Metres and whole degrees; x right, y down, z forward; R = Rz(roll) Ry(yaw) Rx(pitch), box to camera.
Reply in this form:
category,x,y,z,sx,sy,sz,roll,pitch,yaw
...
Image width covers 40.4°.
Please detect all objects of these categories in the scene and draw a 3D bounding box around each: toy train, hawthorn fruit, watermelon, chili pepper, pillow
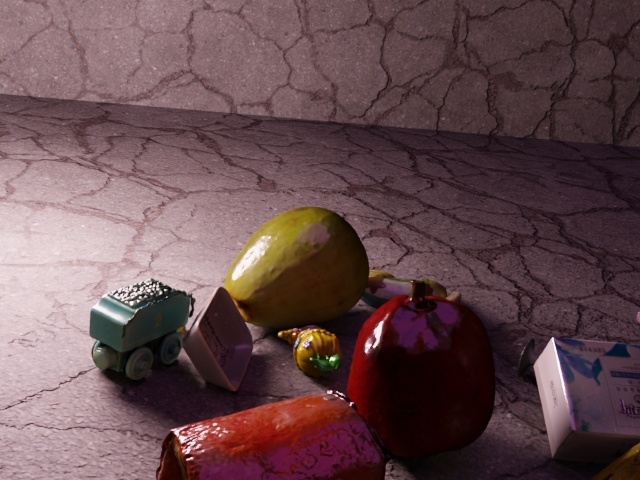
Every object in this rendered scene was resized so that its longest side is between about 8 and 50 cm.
category,x,y,z,sx,sy,sz,roll,pitch,yaw
toy train,-0.337,0.163,1.630,0.112,0.162,0.203,19,23,27
hawthorn fruit,0.176,0.217,1.508,0.265,0.307,0.265,3,16,-1
watermelon,0.468,0.408,1.373,0.123,0.129,0.301,23,20,27
chili pepper,-0.087,0.333,1.219,0.306,0.229,0.251,-1,40,-26
pillow,0.189,0.121,2.079,0.234,0.086,0.214,9,10,6

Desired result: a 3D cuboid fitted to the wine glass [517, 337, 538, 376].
category,x,y,z,sx,sy,sz,roll,pitch,yaw
wine glass,0.515,0.275,1.783,0.202,0.092,0.093,19,23,26

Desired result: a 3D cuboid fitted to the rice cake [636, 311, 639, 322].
category,x,y,z,sx,sy,sz,roll,pitch,yaw
rice cake,0.903,0.223,2.092,0.051,0.081,0.290,7,17,-44

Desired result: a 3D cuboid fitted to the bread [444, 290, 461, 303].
category,x,y,z,sx,sy,sz,roll,pitch,yaw
bread,0.285,0.170,1.991,0.028,0.068,0.154,17,22,23

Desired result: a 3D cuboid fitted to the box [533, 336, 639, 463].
category,x,y,z,sx,sy,sz,roll,pitch,yaw
box,0.555,0.300,1.608,0.274,0.116,0.203,6,49,-7

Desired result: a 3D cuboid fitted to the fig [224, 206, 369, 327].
category,x,y,z,sx,sy,sz,roll,pitch,yaw
fig,-0.058,0.068,1.877,0.326,0.258,0.258,-23,36,-32

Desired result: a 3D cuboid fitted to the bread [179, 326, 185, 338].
category,x,y,z,sx,sy,sz,roll,pitch,yaw
bread,-0.302,0.180,1.780,0.049,0.033,0.088,2,22,-1

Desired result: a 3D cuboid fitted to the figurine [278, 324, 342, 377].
category,x,y,z,sx,sy,sz,roll,pitch,yaw
figurine,-0.022,0.216,1.711,0.115,0.094,0.156,15,15,-17

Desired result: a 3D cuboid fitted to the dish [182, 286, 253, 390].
category,x,y,z,sx,sy,sz,roll,pitch,yaw
dish,-0.201,0.189,1.691,0.064,0.154,0.234,-24,16,15
